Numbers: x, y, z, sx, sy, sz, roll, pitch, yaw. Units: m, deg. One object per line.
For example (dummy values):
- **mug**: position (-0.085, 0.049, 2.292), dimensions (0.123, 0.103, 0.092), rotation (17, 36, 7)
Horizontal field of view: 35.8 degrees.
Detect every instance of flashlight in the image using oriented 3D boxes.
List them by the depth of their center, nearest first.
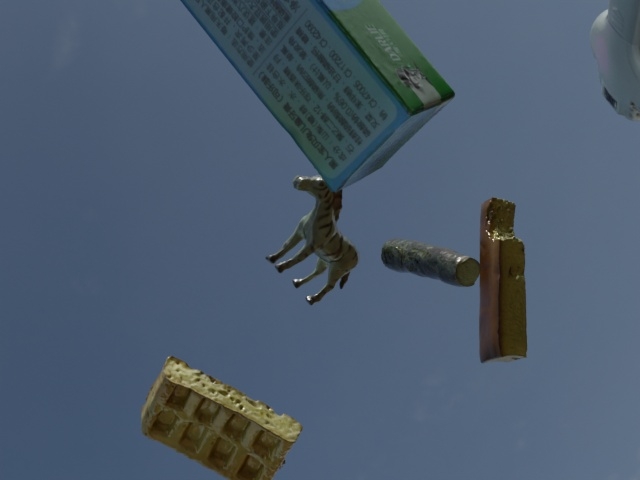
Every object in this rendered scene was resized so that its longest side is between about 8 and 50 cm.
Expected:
- **flashlight**: position (0.209, -0.164, 0.623), dimensions (0.048, 0.093, 0.200), rotation (-17, -42, -6)

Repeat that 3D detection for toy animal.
- **toy animal**: position (-0.016, 0.006, 1.791), dimensions (0.170, 0.090, 0.255), rotation (-27, -44, -12)

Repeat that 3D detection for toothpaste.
- **toothpaste**: position (-0.047, -0.148, 0.485), dimensions (0.266, 0.065, 0.050), rotation (51, -143, 7)

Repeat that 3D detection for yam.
- **yam**: position (0.172, 0.034, 1.579), dimensions (0.061, 0.274, 0.061), rotation (-2, -85, -18)

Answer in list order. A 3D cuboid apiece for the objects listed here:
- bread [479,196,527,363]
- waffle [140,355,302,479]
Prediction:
- **bread**: position (0.245, 0.051, 1.336), dimensions (0.049, 0.088, 0.226), rotation (4, -103, -6)
- **waffle**: position (-0.180, 0.329, 1.737), dimensions (0.168, 0.274, 0.057), rotation (-60, 3, 34)
